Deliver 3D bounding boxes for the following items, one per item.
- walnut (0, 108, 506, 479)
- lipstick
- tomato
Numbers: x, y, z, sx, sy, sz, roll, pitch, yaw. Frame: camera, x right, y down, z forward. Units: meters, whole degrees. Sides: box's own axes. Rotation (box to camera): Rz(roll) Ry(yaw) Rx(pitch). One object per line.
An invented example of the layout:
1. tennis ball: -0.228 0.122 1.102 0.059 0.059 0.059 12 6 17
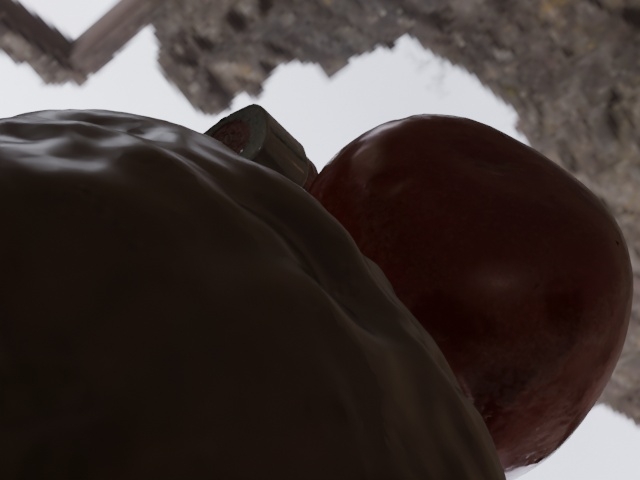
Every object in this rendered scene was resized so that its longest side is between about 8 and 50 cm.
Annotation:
1. walnut: -0.070 0.098 0.443 0.273 0.273 0.227 66 -173 10
2. lipstick: 0.000 0.001 0.907 0.186 0.063 0.057 43 -157 -36
3. tomato: 0.069 0.028 0.762 0.151 0.187 0.187 -41 -82 -25
